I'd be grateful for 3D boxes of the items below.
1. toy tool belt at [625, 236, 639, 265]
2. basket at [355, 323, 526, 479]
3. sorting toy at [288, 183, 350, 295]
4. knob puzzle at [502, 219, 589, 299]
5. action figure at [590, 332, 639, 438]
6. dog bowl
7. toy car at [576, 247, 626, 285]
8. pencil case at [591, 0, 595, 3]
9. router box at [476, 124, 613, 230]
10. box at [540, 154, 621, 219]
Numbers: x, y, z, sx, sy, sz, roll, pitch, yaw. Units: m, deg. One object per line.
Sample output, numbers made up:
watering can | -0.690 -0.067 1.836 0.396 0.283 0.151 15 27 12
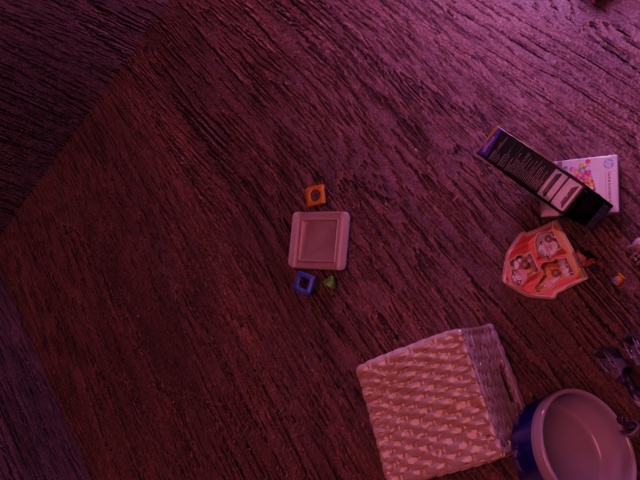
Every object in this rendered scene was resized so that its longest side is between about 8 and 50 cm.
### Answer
toy tool belt | 0.761 0.037 1.510 0.083 0.052 0.051 65 146 27
basket | 0.303 0.407 1.600 0.331 0.266 0.329 -26 69 28
sorting toy | 0.000 0.000 1.992 0.195 0.047 0.348 2 83 28
knob puzzle | 0.554 0.062 1.640 0.213 0.030 0.213 -6 79 31
action figure | 0.720 0.348 1.403 0.185 0.099 0.285 -45 41 30
dog bowl | 0.560 0.471 1.419 0.104 0.264 0.265 -48 55 53
toy car | 0.670 0.069 1.550 0.122 0.060 0.041 48 124 32
pencil case | 0.755 -0.725 1.617 0.236 0.104 0.104 -43 62 21
router box | 0.525 -0.139 1.482 0.243 0.308 0.081 43 108 29
box | 0.650 -0.131 1.610 0.186 0.038 0.145 -2 81 31
